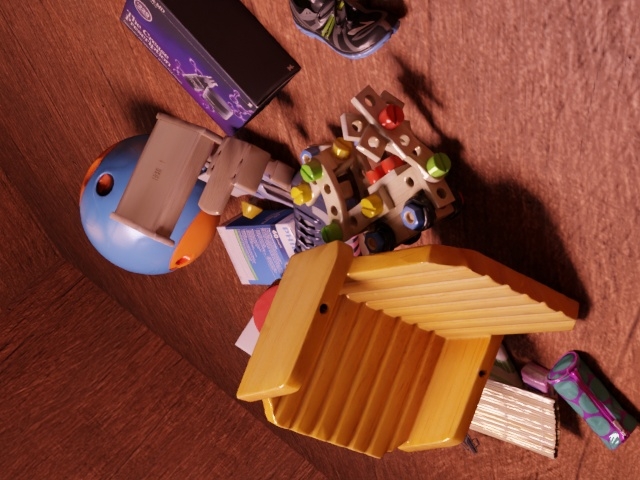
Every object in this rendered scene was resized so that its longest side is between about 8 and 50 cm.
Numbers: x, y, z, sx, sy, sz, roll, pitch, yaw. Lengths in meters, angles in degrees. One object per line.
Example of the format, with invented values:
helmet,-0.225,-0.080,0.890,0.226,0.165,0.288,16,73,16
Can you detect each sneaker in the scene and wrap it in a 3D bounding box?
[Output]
sneaker,0.020,-0.280,1.255,0.188,0.067,0.078,31,163,42
sneaker,0.000,0.000,1.706,0.112,0.131,0.319,35,168,28

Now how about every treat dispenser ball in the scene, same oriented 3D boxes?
treat dispenser ball,-0.345,-0.074,2.079,0.288,0.288,0.288,39,160,17

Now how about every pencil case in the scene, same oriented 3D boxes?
pencil case,0.408,0.239,1.521,0.152,0.064,0.070,47,177,-6

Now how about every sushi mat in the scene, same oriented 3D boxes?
sushi mat,0.260,0.278,1.744,0.316,0.019,0.151,15,134,31

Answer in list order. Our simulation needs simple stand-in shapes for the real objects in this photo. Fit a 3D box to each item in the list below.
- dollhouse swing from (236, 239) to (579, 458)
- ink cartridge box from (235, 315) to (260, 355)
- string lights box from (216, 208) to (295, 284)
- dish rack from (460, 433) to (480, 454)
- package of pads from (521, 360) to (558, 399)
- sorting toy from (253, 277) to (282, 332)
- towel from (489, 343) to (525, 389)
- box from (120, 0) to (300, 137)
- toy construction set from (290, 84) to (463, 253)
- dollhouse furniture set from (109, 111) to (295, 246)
dollhouse swing,0.139,0.175,1.437,0.347,0.315,0.305,25,174,-34
ink cartridge box,-0.006,0.282,2.271,0.307,0.129,0.223,29,174,38
string lights box,-0.083,0.014,1.953,0.259,0.077,0.133,-1,116,54
dish rack,0.207,0.316,2.009,0.271,0.074,0.208,58,173,-36
package of pads,0.359,0.237,1.663,0.050,0.032,0.083,30,156,36
sorting toy,0.011,0.184,1.907,0.365,0.127,0.126,44,-168,-25
towel,0.230,0.169,1.781,0.248,0.038,0.325,20,148,50
box,-0.174,-0.303,1.559,0.261,0.103,0.184,47,158,-5
toy construction set,0.077,-0.093,1.423,0.215,0.151,0.327,63,159,7
dollhouse furniture set,-0.145,-0.051,1.741,0.286,0.198,0.303,23,178,43
